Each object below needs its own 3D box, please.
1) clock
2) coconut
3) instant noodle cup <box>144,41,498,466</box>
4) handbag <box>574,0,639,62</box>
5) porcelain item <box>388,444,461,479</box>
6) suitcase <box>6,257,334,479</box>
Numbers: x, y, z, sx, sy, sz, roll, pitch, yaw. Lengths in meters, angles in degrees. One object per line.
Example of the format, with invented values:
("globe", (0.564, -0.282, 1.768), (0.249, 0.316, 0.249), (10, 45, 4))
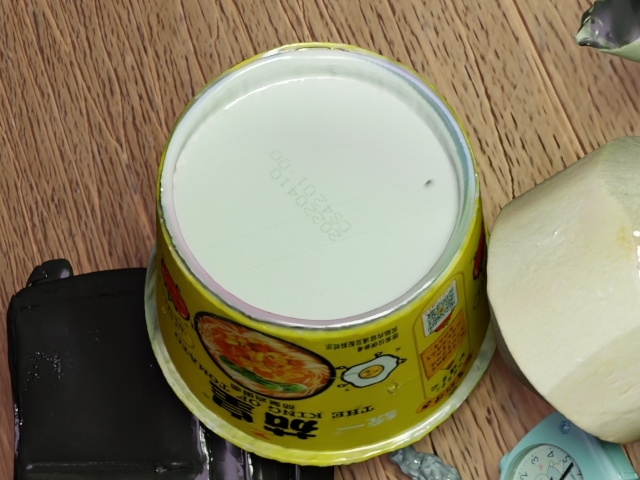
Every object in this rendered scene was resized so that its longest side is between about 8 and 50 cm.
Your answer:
("clock", (0.195, 0.217, 1.382), (0.147, 0.045, 0.108), (-44, 57, 29))
("coconut", (0.235, 0.041, 1.263), (0.241, 0.241, 0.241), (-8, 79, 41))
("instant noodle cup", (0.000, 0.000, 1.354), (0.326, 0.254, 0.325), (0, 67, 1))
("handbag", (0.316, -0.195, 1.155), (0.241, 0.315, 0.109), (-33, 61, 33))
("porcelain item", (0.099, 0.209, 1.482), (0.083, 0.028, 0.036), (34, 123, 38))
("suitcase", (-0.151, 0.177, 1.622), (0.345, 0.188, 0.339), (-7, 84, 39))
